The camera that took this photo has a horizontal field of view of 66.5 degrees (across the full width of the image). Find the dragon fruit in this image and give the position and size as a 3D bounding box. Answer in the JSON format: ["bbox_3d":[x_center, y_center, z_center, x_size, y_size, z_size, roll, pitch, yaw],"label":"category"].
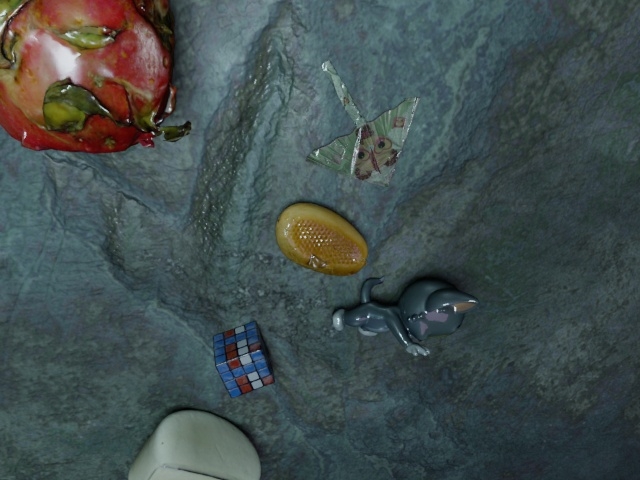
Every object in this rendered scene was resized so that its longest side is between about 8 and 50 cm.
[{"bbox_3d":[-0.288,-0.258,0.581,0.250,0.269,0.291,3,119,-27],"label":"dragon fruit"}]

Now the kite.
[{"bbox_3d":[0.071,-0.197,0.845,0.229,0.012,0.250,-32,119,-2],"label":"kite"}]

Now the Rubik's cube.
[{"bbox_3d":[-0.149,0.231,0.951,0.092,0.092,0.092,-20,119,-4],"label":"Rubik's cube"}]

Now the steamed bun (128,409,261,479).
[{"bbox_3d":[-0.250,0.451,0.992,0.242,0.164,0.146,28,107,-27],"label":"steamed bun"}]

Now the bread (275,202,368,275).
[{"bbox_3d":[0.000,0.000,0.888,0.189,0.077,0.114,27,86,-24],"label":"bread"}]

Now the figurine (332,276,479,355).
[{"bbox_3d":[0.164,0.138,0.977,0.265,0.193,0.140,8,91,11],"label":"figurine"}]
